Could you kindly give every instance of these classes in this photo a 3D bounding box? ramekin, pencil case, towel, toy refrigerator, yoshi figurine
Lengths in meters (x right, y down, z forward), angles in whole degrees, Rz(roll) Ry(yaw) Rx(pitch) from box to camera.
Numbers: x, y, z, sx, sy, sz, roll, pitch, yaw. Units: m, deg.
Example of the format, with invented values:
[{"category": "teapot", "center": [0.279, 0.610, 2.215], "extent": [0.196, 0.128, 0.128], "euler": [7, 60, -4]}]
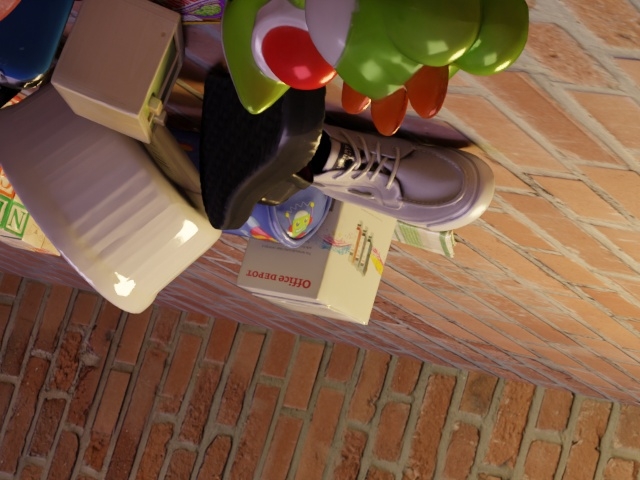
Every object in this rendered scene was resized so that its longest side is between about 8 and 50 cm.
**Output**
[{"category": "ramekin", "center": [-0.230, -0.068, 1.930], "extent": [0.277, 0.135, 0.277], "euler": [53, -173, -10]}, {"category": "pencil case", "center": [-0.127, -0.076, 2.099], "extent": [0.306, 0.133, 0.119], "euler": [10, -171, 37]}, {"category": "towel", "center": [0.108, -0.019, 2.332], "extent": [0.152, 0.023, 0.113], "euler": [17, 168, 11]}, {"category": "toy refrigerator", "center": [-0.183, -0.163, 1.648], "extent": [0.094, 0.102, 0.269], "euler": [22, 176, -3]}, {"category": "yoshi figurine", "center": [0.027, -0.205, 1.139], "extent": [0.362, 0.203, 0.203], "euler": [27, 142, 57]}]

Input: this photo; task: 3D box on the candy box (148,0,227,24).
[{"category": "candy box", "center": [-0.101, -0.221, 1.520], "extent": [0.105, 0.027, 0.206], "euler": [28, 166, -39]}]

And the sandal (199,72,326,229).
[{"category": "sandal", "center": [-0.044, -0.102, 1.736], "extent": [0.107, 0.167, 0.446], "euler": [1, 175, -16]}]

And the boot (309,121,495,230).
[{"category": "boot", "center": [0.057, -0.073, 1.873], "extent": [0.123, 0.095, 0.258], "euler": [16, 174, -43]}]

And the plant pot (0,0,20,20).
[{"category": "plant pot", "center": [-0.307, -0.257, 1.060], "extent": [0.265, 0.272, 0.272], "euler": [13, 174, -38]}]

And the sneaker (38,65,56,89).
[{"category": "sneaker", "center": [-0.291, -0.175, 2.044], "extent": [0.067, 0.042, 0.118], "euler": [24, 176, -18]}]

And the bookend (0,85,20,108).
[{"category": "bookend", "center": [-0.410, -0.213, 1.937], "extent": [0.156, 0.072, 0.157], "euler": [20, 169, -18]}]

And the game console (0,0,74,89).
[{"category": "game console", "center": [-0.365, -0.226, 1.540], "extent": [0.293, 0.250, 0.173], "euler": [17, 144, -7]}]

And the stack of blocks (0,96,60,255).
[{"category": "stack of blocks", "center": [-0.439, -0.105, 2.298], "extent": [0.087, 0.171, 0.297], "euler": [10, 168, 31]}]

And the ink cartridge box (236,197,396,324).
[{"category": "ink cartridge box", "center": [0.000, 0.000, 2.142], "extent": [0.128, 0.176, 0.127], "euler": [10, 168, 36]}]
